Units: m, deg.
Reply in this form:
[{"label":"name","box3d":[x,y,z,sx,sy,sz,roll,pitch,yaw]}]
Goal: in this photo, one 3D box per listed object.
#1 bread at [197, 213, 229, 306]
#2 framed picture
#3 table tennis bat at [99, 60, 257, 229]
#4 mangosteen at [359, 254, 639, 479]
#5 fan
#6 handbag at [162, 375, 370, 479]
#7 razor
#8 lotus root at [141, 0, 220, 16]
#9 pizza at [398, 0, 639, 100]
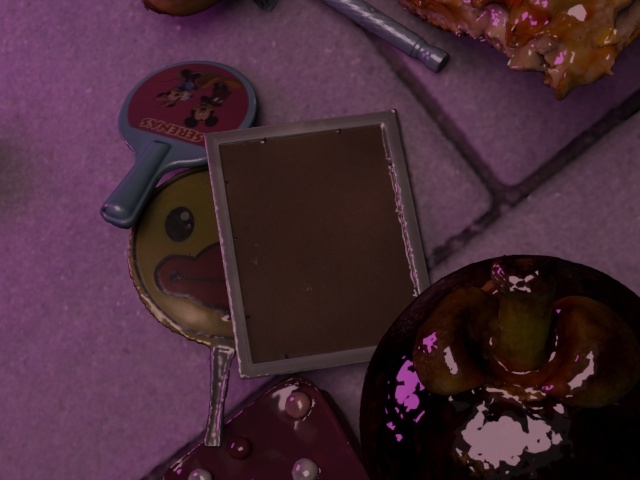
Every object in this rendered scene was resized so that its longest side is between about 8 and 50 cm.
[{"label":"bread","box3d":[-0.122,0.038,1.215,0.074,0.053,0.132,-30,72,4]},{"label":"framed picture","box3d":[0.000,0.000,1.169,0.217,0.017,0.274,-6,74,-7]},{"label":"table tennis bat","box3d":[-0.165,-0.109,1.224,0.153,0.040,0.244,18,57,18]},{"label":"mangosteen","box3d":[0.185,0.150,0.977,0.297,0.293,0.297,7,72,-22]},{"label":"fan","box3d":[-0.092,0.050,1.170,0.229,0.011,0.335,4,68,0]},{"label":"handbag","box3d":[-0.039,0.266,1.107,0.203,0.074,0.216,-37,56,9]},{"label":"razor","box3d":[0.041,-0.256,1.231,0.232,0.068,0.106,34,90,15]},{"label":"lotus root","box3d":[-0.101,-0.404,1.252,0.169,0.151,0.343,40,91,22]},{"label":"pizza","box3d":[0.237,-0.288,1.044,0.439,0.130,0.406,-20,35,21]}]
